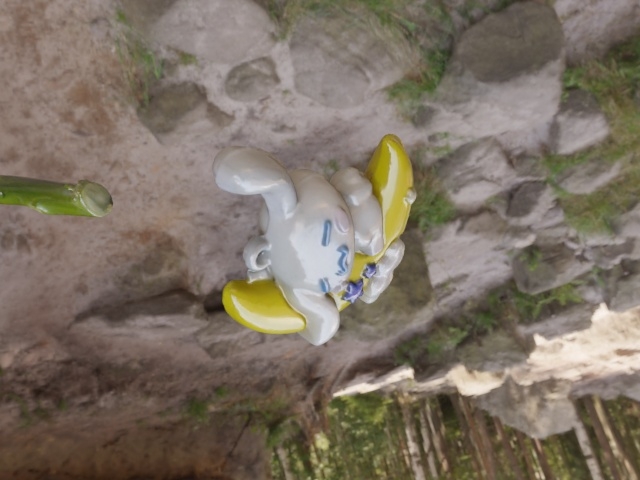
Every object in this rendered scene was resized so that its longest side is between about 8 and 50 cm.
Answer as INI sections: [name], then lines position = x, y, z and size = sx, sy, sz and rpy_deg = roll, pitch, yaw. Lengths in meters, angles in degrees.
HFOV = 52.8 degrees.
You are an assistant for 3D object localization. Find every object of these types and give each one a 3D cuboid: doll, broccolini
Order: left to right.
[broccolini]
position = -0.384, -0.085, 0.655
size = 0.392, 0.078, 0.074
rpy_deg = 8, 149, 19
[doll]
position = 0.000, 0.000, 0.649
size = 0.237, 0.111, 0.252
rpy_deg = -19, 134, -30
